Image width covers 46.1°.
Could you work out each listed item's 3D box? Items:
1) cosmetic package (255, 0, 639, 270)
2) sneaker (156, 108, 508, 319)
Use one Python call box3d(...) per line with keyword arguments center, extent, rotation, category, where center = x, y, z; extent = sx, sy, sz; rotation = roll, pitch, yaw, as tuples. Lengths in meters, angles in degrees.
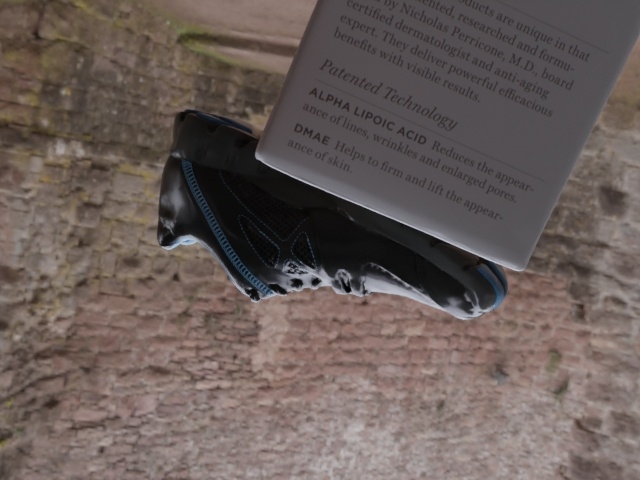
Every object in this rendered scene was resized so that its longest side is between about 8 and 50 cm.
box3d(center=(0.070, -0.107, 0.425), extent=(0.151, 0.184, 0.151), rotation=(22, -170, -5), category="cosmetic package")
box3d(center=(0.000, 0.000, 0.679), extent=(0.340, 0.140, 0.125), rotation=(26, -167, 22), category="sneaker")
